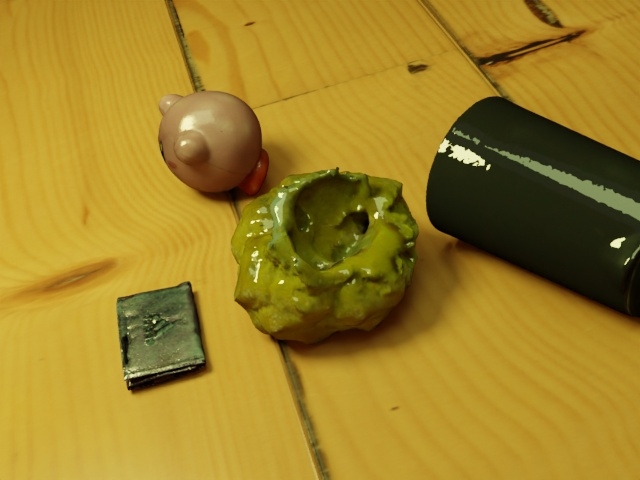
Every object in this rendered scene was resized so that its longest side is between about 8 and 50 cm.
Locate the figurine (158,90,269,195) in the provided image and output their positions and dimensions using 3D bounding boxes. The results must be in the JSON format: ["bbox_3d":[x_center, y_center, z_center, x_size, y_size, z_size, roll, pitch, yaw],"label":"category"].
[{"bbox_3d":[-0.177,-0.159,1.441,0.173,0.173,0.173,-7,41,6],"label":"figurine"}]

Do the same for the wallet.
[{"bbox_3d":[-0.219,0.127,1.233,0.111,0.030,0.166,-12,42,-7],"label":"wallet"}]

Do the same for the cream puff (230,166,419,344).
[{"bbox_3d":[0.002,-0.001,1.208,0.281,0.185,0.282,-10,39,8],"label":"cream puff"}]

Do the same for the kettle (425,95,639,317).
[{"bbox_3d":[0.332,-0.035,1.197,0.308,0.262,0.203,30,91,34],"label":"kettle"}]
